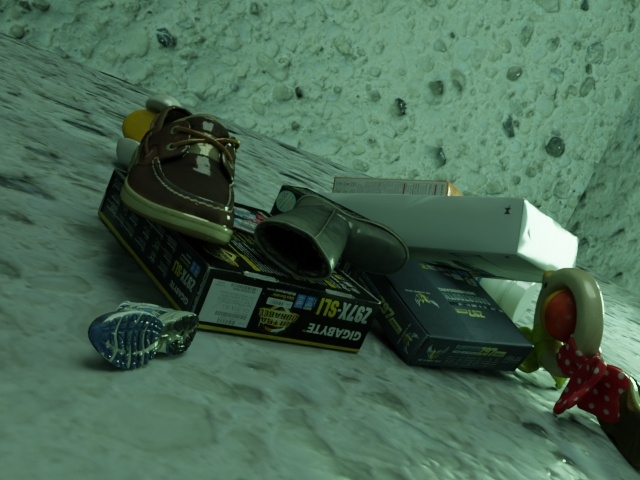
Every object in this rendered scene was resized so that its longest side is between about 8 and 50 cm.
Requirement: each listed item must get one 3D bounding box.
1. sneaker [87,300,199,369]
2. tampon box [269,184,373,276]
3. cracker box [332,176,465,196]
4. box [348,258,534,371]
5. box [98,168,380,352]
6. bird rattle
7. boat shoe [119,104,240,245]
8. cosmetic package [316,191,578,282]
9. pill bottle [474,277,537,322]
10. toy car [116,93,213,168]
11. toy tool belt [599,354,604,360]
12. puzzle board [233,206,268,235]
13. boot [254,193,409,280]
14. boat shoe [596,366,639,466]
[{"bbox_3d":[-0.169,0.081,0.672,0.058,0.052,0.135,18,1,23],"label":"sneaker"},{"bbox_3d":[0.000,0.000,1.181,0.161,0.120,0.101,28,11,19],"label":"tampon box"},{"bbox_3d":[0.157,-0.071,1.450,0.233,0.067,0.156,5,-9,27],"label":"cracker box"},{"bbox_3d":[0.177,0.105,1.095,0.233,0.059,0.183,11,32,-37],"label":"box"},{"bbox_3d":[-0.113,0.021,0.970,0.257,0.079,0.322,13,16,-39],"label":"box"},{"bbox_3d":[0.356,0.143,1.102,0.143,0.206,0.253,6,2,0],"label":"bird rattle"},{"bbox_3d":[-0.161,-0.096,0.896,0.123,0.123,0.342,20,12,-20],"label":"boat shoe"},{"bbox_3d":[0.214,-0.003,1.294,0.378,0.097,0.284,4,-12,36],"label":"cosmetic package"},{"bbox_3d":[0.307,0.071,1.480,0.222,0.124,0.124,30,13,27],"label":"pill bottle"},{"bbox_3d":[-0.281,-0.170,1.404,0.182,0.159,0.136,25,-25,7],"label":"toy car"},{"bbox_3d":[0.481,0.220,1.371,0.083,0.052,0.051,38,-14,40],"label":"toy tool belt"},{"bbox_3d":[-0.074,-0.017,1.004,0.128,0.011,0.096,20,12,-17],"label":"puzzle board"},{"bbox_3d":[0.023,0.007,0.939,0.190,0.076,0.208,24,9,1],"label":"boot"},{"bbox_3d":[0.451,0.257,1.055,0.074,0.080,0.223,29,16,-3],"label":"boat shoe"}]
